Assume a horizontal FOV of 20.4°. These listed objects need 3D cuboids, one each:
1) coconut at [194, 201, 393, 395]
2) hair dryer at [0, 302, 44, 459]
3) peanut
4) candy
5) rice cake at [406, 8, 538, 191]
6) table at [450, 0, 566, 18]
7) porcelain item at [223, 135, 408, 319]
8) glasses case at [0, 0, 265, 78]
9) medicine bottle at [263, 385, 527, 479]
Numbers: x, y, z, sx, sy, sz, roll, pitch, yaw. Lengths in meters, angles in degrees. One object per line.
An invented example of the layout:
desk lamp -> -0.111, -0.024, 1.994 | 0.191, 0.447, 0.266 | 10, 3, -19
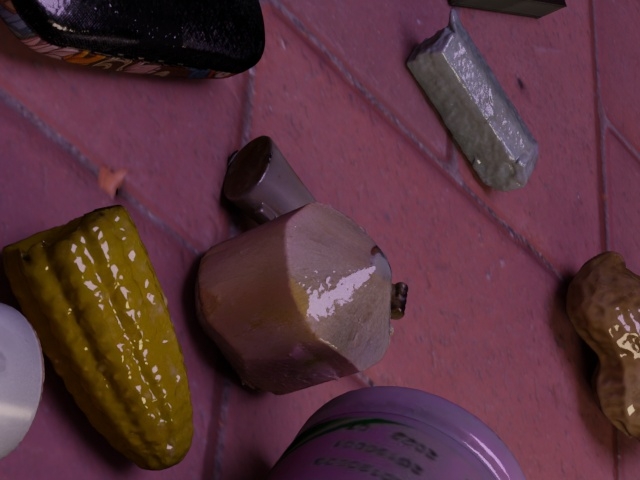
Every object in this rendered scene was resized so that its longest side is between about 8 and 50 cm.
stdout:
coconut -> -0.011, 0.044, 1.440 | 0.147, 0.152, 0.147 | 37, 44, -45
hair dryer -> -0.254, 0.198, 1.040 | 0.173, 0.107, 0.357 | 15, 65, -50
peanut -> 0.358, 0.124, 2.005 | 0.196, 0.110, 0.233 | -17, 88, -59
candy -> -0.148, 0.075, 1.273 | 0.106, 0.094, 0.199 | -45, 117, -58
rice cake -> 0.166, -0.143, 1.913 | 0.206, 0.063, 0.069 | 53, 40, -22
table -> 0.235, -0.345, 2.098 | 0.240, 0.111, 0.122 | -5, 75, -58
porcelain item -> 0.000, 0.000, 1.578 | 0.213, 0.054, 0.084 | 45, 41, -32
glasses case -> -0.151, -0.200, 1.439 | 0.321, 0.082, 0.122 | 1, 68, -58
medicine bottle -> 0.016, 0.268, 1.291 | 0.212, 0.212, 0.325 | 61, 32, -12
